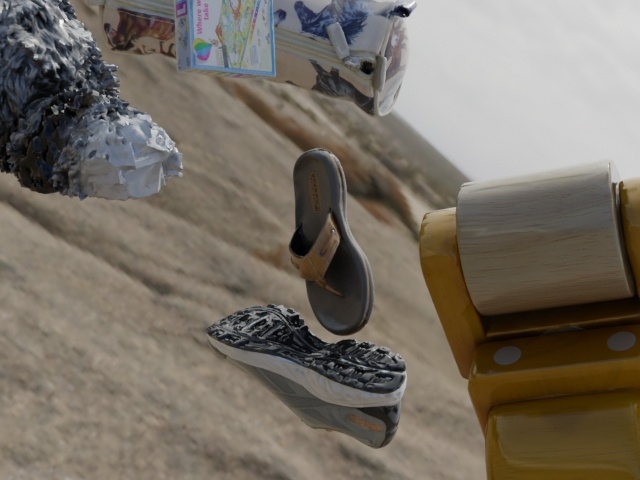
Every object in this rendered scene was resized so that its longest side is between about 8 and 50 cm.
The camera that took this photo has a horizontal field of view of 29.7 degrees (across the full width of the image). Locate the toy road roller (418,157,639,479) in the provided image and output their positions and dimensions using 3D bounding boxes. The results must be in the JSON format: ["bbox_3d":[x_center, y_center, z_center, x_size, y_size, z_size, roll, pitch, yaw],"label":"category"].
[{"bbox_3d":[0.212,0.120,1.013,0.241,0.202,0.330,-74,148,-51],"label":"toy road roller"}]

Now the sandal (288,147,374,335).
[{"bbox_3d":[0.000,0.000,1.335,0.060,0.090,0.219,5,71,-47],"label":"sandal"}]

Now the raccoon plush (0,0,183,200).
[{"bbox_3d":[-0.262,-0.224,1.081,0.446,0.299,0.216,10,25,39],"label":"raccoon plush"}]

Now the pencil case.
[{"bbox_3d":[-0.087,-0.279,1.552,0.410,0.160,0.183,15,6,7],"label":"pencil case"}]

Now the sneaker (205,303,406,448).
[{"bbox_3d":[-0.025,0.149,1.329,0.271,0.108,0.100,22,36,37],"label":"sneaker"}]

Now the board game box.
[{"bbox_3d":[-0.095,-0.239,1.186,0.103,0.154,0.026,0,-3,-41],"label":"board game box"}]
